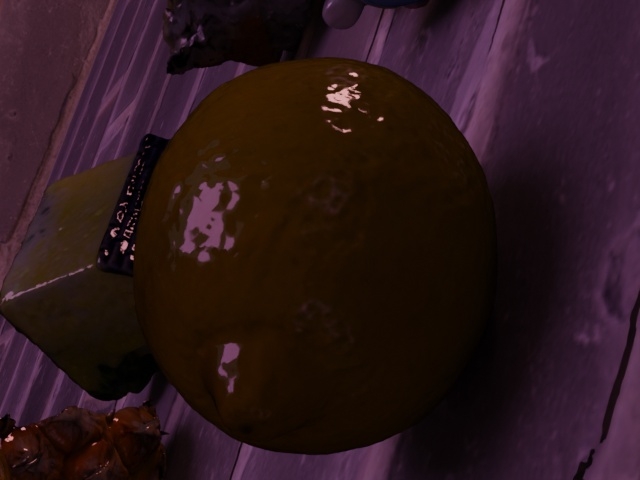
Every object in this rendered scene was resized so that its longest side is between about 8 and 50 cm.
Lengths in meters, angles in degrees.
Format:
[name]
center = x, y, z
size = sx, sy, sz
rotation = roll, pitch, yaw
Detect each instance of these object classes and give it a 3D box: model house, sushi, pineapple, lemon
[model house]
center = -0.145, 0.015, 1.333
size = 0.211, 0.170, 0.194
rotation = -21, 34, 30
[sushi]
center = -0.072, -0.266, 1.340
size = 0.184, 0.139, 0.274
rotation = 125, 146, -73
[pineapple]
center = -0.193, 0.223, 1.196
size = 0.161, 0.158, 0.334
rotation = 66, 153, 13
[lemon]
center = 0.000, 0.000, 0.720
size = 0.184, 0.184, 0.248
rotation = -56, 14, 36

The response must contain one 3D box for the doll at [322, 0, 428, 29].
[doll]
center = 0.043, -0.215, 1.026
size = 0.241, 0.099, 0.135
rotation = -156, 66, -76
